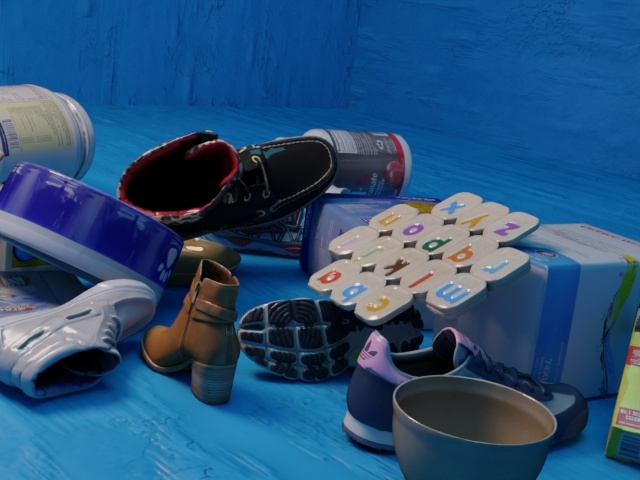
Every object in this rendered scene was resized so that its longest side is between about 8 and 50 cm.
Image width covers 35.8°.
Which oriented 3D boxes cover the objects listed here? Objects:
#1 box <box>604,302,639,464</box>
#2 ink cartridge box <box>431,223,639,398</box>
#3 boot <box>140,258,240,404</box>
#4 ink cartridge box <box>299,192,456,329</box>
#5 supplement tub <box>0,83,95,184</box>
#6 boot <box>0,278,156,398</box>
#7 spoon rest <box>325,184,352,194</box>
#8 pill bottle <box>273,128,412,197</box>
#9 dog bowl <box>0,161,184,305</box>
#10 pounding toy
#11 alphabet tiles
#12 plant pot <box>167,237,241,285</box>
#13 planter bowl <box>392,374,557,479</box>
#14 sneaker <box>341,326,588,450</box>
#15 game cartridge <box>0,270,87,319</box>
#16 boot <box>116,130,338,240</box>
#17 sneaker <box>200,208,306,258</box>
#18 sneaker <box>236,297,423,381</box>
[{"bbox_3d":[0.411,0.174,1.212,0.087,0.058,0.232,13,41,19],"label":"box"},{"bbox_3d":[0.329,0.094,1.381,0.270,0.197,0.198,-2,17,-32],"label":"ink cartridge box"},{"bbox_3d":[-0.155,0.095,1.217,0.073,0.152,0.197,-5,18,-39],"label":"boot"},{"bbox_3d":[0.133,0.019,1.691,0.270,0.151,0.395,2,13,-22],"label":"ink cartridge box"},{"bbox_3d":[-0.613,-0.181,1.909,0.235,0.236,0.325,13,15,22],"label":"supplement tub"},{"bbox_3d":[-0.275,0.126,1.200,0.123,0.095,0.258,25,30,35],"label":"boot"},{"bbox_3d":[-0.003,-0.068,2.090,0.137,0.084,0.276,14,14,24],"label":"spoon rest"},{"bbox_3d":[0.042,-0.173,2.336,0.318,0.176,0.176,0,16,-27],"label":"pill bottle"},{"bbox_3d":[-0.331,-0.006,1.396,0.264,0.104,0.265,24,-10,4],"label":"dog bowl"},{"bbox_3d":[-0.479,-0.042,1.537,0.206,0.181,0.094,-5,19,-41],"label":"pounding toy"},{"bbox_3d":[0.135,0.021,1.298,0.278,0.021,0.284,-29,29,-22],"label":"alphabet tiles"},{"bbox_3d":[-0.252,0.034,1.664,0.236,0.032,0.236,7,15,-2],"label":"plant pot"},{"bbox_3d":[0.144,0.215,0.986,0.162,0.109,0.162,8,14,-2],"label":"planter bowl"},{"bbox_3d":[0.184,0.168,1.149,0.319,0.131,0.112,1,15,-24],"label":"sneaker"},{"bbox_3d":[-0.441,0.092,1.296,0.297,0.062,0.198,0,12,-28],"label":"game cartridge"},{"bbox_3d":[-0.143,-0.096,1.563,0.377,0.138,0.284,-15,-6,-5],"label":"boot"},{"bbox_3d":[-0.091,-0.042,1.817,0.261,0.125,0.104,0,47,-11],"label":"sneaker"},{"bbox_3d":[0.007,0.132,1.329,0.275,0.107,0.110,3,-6,-32],"label":"sneaker"}]
